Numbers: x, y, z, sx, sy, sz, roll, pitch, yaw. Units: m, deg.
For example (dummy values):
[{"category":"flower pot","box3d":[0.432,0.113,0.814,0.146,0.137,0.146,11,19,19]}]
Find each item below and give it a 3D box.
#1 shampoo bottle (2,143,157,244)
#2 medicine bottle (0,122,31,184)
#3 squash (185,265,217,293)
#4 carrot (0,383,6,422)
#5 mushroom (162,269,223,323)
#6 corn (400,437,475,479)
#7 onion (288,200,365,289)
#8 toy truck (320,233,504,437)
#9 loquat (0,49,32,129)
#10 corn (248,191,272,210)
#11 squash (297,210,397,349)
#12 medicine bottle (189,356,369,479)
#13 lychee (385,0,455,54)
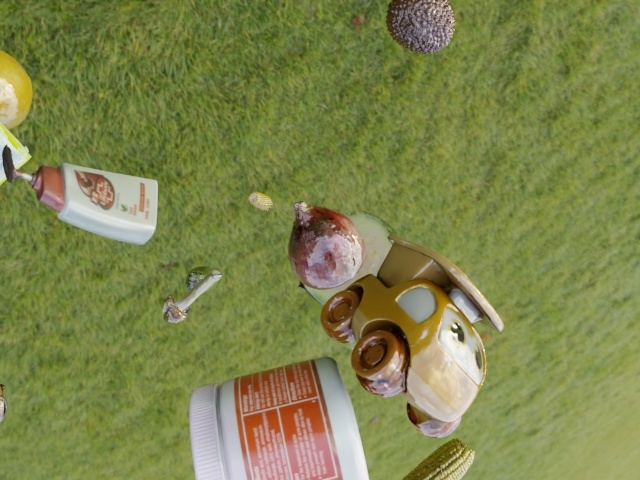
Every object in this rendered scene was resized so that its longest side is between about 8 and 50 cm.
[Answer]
[{"category":"shampoo bottle","box3d":[-0.445,-0.092,1.077,0.284,0.153,0.071,21,136,-38]},{"category":"medicine bottle","box3d":[-0.720,-0.145,1.122,0.250,0.137,0.141,-50,164,-18]},{"category":"squash","box3d":[-0.337,0.113,1.643,0.087,0.087,0.331,-24,178,-6]},{"category":"carrot","box3d":[-0.777,0.364,1.156,0.263,0.102,0.102,-10,142,-52]},{"category":"mushroom","box3d":[-0.275,0.113,1.231,0.061,0.060,0.187,40,114,-18]},{"category":"corn","box3d":[0.208,0.477,1.129,0.231,0.080,0.080,-38,145,-15]},{"category":"onion","box3d":[0.000,0.000,1.132,0.159,0.159,0.195,-27,121,-2]},{"category":"toy truck","box3d":[0.140,0.137,0.888,0.211,0.288,0.204,-45,122,-1]},{"category":"loquat","box3d":[-0.877,-0.390,1.500,0.243,0.244,0.244,-17,141,-14]},{"category":"corn","box3d":[-0.103,-0.067,0.994,0.027,0.028,0.083,-30,171,9]},{"category":"squash","box3d":[0.098,0.120,1.476,0.262,0.263,0.384,-27,154,-2]},{"category":"medicine bottle","box3d":[-0.062,0.331,0.918,0.240,0.253,0.253,-12,140,-5]},{"category":"lychee","box3d":[0.187,-0.405,1.056,0.123,0.129,0.123,-41,157,-22]}]
